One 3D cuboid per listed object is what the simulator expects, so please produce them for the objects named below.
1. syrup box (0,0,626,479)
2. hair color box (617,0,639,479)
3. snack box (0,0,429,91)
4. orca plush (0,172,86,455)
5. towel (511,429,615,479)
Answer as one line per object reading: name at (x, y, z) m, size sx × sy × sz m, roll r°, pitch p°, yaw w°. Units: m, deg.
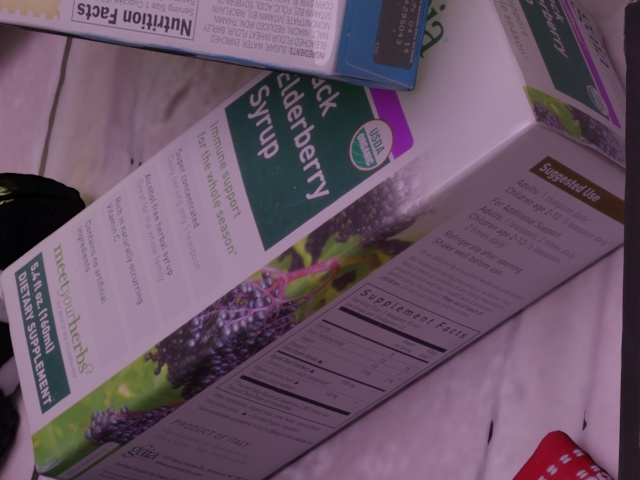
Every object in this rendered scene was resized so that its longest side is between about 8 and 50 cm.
syrup box at (0.000, 0.000, 0.718) m, size 0.237 × 0.096 × 0.093 m, roll -36°, pitch 53°, yaw 26°
hair color box at (0.258, -0.004, 0.471) m, size 0.374 × 0.113 × 0.185 m, roll -13°, pitch 63°, yaw 37°
snack box at (-0.101, -0.168, 0.696) m, size 0.322 × 0.060 × 0.187 m, roll 13°, pitch 95°, yaw 31°
orca plush at (-0.234, 0.058, 0.901) m, size 0.287 × 0.102 × 0.151 m, roll -29°, pitch 54°, yaw 31°
towel at (0.084, 0.213, 0.593) m, size 0.199 × 0.031 × 0.275 m, roll -50°, pitch 46°, yaw 12°
